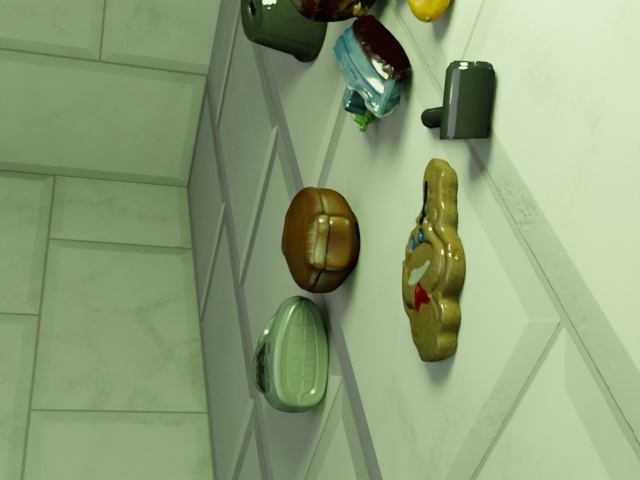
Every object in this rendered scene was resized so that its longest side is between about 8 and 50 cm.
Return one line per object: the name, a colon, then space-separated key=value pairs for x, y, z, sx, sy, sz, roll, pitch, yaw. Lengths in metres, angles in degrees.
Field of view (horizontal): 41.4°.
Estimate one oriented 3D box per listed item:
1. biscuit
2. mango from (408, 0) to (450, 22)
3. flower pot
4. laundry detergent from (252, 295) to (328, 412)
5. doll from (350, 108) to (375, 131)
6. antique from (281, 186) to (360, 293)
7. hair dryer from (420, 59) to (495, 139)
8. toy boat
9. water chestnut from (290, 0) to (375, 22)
biscuit: x=0.175 y=0.029 z=1.342 sx=0.183 sy=0.047 sz=0.320 roll=-163 pitch=80 yaw=-70
mango: x=0.184 y=-0.445 z=1.384 sx=0.098 sy=0.075 sz=0.190 roll=161 pitch=120 yaw=-66
flower pot: x=-0.103 y=-0.589 z=2.154 sx=0.269 sy=0.166 sz=0.269 roll=19 pitch=112 yaw=62
laundry detergent: x=-0.091 y=0.281 z=2.045 sx=0.398 sy=0.125 sz=0.264 roll=144 pitch=128 yaw=-71
doll: x=0.085 y=-0.303 z=1.722 sx=0.115 sy=0.050 sz=0.190 roll=132 pitch=141 yaw=-54
antique: x=0.000 y=0.000 z=1.786 sx=0.278 sy=0.129 sz=0.223 roll=172 pitch=102 yaw=-73
hair dryer: x=0.201 y=-0.209 z=1.310 sx=0.248 sy=0.070 sz=0.114 roll=-140 pitch=55 yaw=-81
toy boat: x=0.083 y=-0.314 z=1.581 sx=0.142 sy=0.129 sz=0.309 roll=-58 pitch=27 yaw=29
water chestnut: x=0.029 y=-0.549 z=1.682 sx=0.223 sy=0.238 sz=0.223 roll=-45 pitch=1 yaw=1
